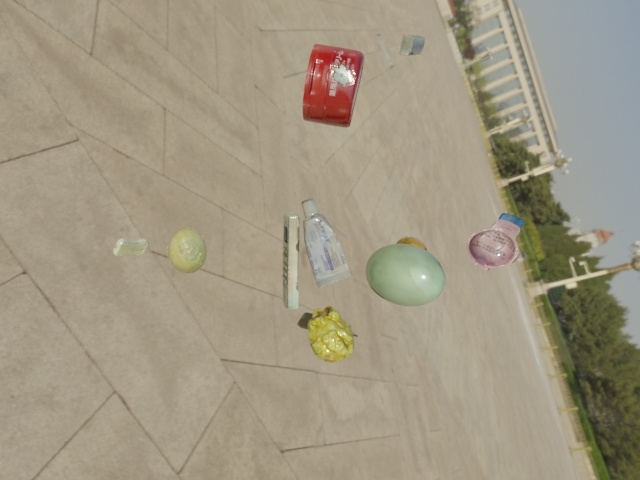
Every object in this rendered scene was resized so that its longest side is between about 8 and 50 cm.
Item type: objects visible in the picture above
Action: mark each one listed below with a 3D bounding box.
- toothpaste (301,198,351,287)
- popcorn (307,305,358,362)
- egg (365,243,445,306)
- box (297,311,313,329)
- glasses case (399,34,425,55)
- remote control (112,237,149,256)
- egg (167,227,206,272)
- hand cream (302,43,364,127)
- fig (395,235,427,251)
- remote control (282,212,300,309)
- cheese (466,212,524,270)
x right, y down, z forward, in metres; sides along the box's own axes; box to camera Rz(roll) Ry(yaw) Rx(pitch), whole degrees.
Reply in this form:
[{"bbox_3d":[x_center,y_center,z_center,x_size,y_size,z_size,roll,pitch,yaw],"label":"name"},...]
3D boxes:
[{"bbox_3d":[-0.001,0.001,1.370,0.068,0.099,0.283,1,66,-50],"label":"toothpaste"},{"bbox_3d":[0.045,0.446,2.079,0.252,0.215,0.286,45,5,-13],"label":"popcorn"},{"bbox_3d":[0.274,0.112,1.440,0.202,0.282,0.203,-11,106,-41],"label":"egg"},{"bbox_3d":[-0.054,0.426,2.292,0.091,0.126,0.031,-56,131,-33],"label":"box"},{"bbox_3d":[0.367,-0.774,1.734,0.205,0.047,0.071,-43,148,-56],"label":"glasses case"},{"bbox_3d":[-0.691,0.024,1.596,0.032,0.074,0.122,45,23,25],"label":"remote control"},{"bbox_3d":[-0.556,0.043,1.822,0.164,0.164,0.202,-62,159,-59],"label":"egg"},{"bbox_3d":[0.038,-0.450,1.284,0.230,0.149,0.230,12,90,-89],"label":"hand cream"},{"bbox_3d":[0.444,0.033,2.190,0.159,0.159,0.257,62,16,-19],"label":"fig"},{"bbox_3d":[-0.109,0.074,1.587,0.145,0.050,0.344,-150,-119,-77],"label":"remote control"},{"bbox_3d":[0.668,0.002,1.654,0.286,0.188,0.074,-48,149,-23],"label":"cheese"}]
